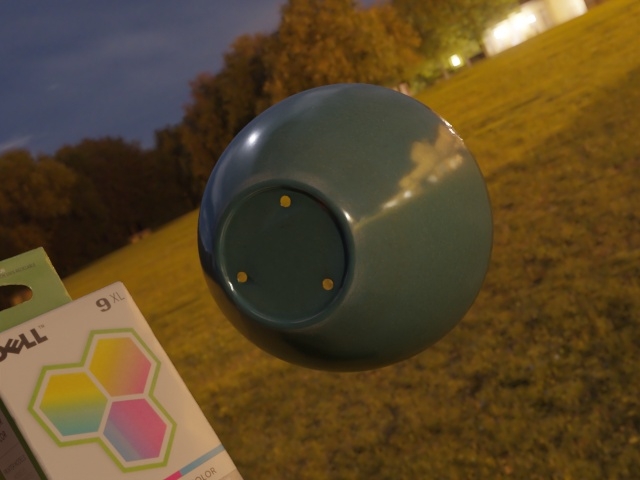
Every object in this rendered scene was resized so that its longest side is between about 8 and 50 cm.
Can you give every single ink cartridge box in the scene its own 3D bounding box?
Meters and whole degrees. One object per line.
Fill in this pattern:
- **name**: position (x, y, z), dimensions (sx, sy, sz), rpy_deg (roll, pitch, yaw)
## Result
- **ink cartridge box**: position (-0.148, 0.094, 0.670), dimensions (0.109, 0.209, 0.062), rpy_deg (-25, -10, -43)

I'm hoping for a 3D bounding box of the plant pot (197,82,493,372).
- **plant pot**: position (0.000, 0.000, 1.046), dimensions (0.290, 0.290, 0.195), rpy_deg (-23, 0, 22)
